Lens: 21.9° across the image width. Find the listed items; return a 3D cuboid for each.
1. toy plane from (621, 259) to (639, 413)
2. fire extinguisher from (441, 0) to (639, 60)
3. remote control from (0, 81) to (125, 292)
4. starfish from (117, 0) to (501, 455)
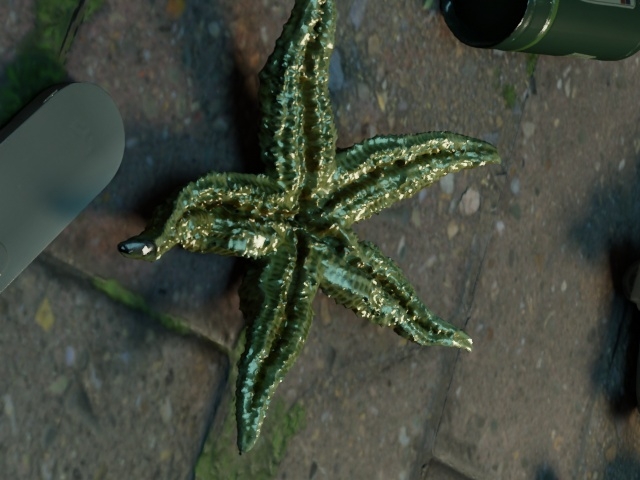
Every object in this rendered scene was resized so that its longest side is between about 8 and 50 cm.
[{"bbox_3d":[0.379,0.093,1.634,0.267,0.122,0.267,1,89,-51],"label":"toy plane"},{"bbox_3d":[0.228,-0.208,1.461,0.294,0.118,0.093,-3,129,-49],"label":"fire extinguisher"},{"bbox_3d":[-0.204,-0.013,1.019,0.245,0.022,0.077,-49,129,-35],"label":"remote control"},{"bbox_3d":[-0.001,0.001,1.213,0.358,0.078,0.347,53,53,-37],"label":"starfish"}]
